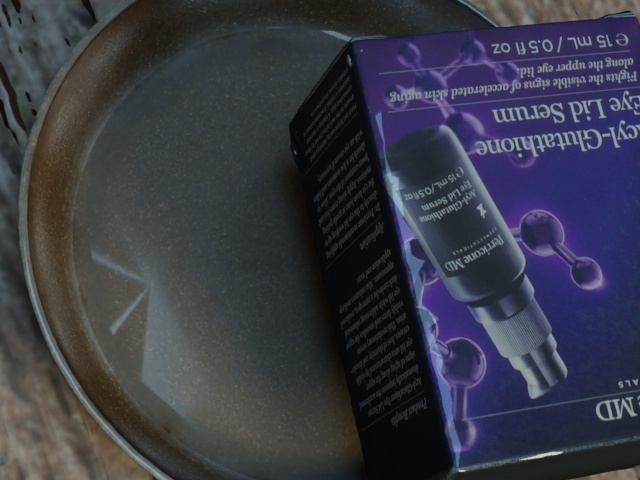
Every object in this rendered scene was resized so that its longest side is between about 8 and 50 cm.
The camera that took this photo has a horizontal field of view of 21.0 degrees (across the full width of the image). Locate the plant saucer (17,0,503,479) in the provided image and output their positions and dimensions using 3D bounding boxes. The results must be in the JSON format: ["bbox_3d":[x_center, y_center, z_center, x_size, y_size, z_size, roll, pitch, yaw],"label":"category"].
[{"bbox_3d":[0.000,0.000,0.875,0.311,0.050,0.310,6,71,-16],"label":"plant saucer"}]

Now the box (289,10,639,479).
[{"bbox_3d":[0.088,0.011,0.814,0.153,0.108,0.207,-9,75,-20],"label":"box"}]
